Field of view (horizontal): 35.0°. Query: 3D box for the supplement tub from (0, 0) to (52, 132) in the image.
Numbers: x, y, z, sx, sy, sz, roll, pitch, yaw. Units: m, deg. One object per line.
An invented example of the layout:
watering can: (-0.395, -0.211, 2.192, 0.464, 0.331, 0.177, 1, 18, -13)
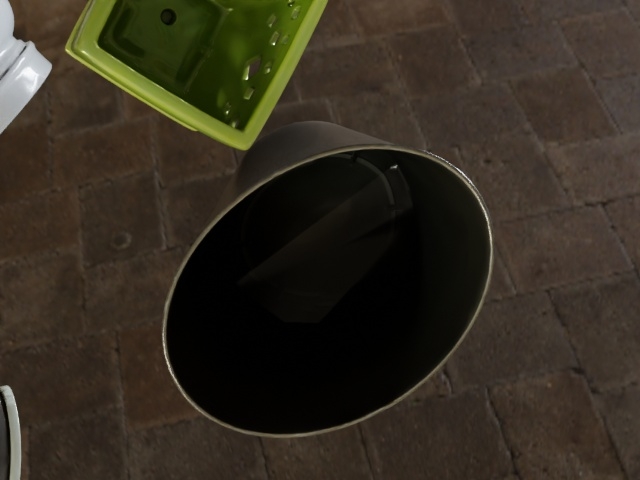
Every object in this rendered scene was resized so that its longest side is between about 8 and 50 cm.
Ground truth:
supplement tub: (-0.438, -0.205, 0.934, 0.235, 0.325, 0.235, -37, 24, 20)

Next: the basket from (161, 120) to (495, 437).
basket: (0.000, 0.000, 0.677, 0.204, 0.154, 0.227, -36, 15, 8)

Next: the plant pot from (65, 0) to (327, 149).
plant pot: (-0.157, -0.256, 1.183, 0.228, 0.227, 0.207, -62, 25, -5)

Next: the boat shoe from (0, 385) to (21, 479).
boat shoe: (-0.291, 0.234, 0.837, 0.068, 0.081, 0.228, 5, 83, -26)
